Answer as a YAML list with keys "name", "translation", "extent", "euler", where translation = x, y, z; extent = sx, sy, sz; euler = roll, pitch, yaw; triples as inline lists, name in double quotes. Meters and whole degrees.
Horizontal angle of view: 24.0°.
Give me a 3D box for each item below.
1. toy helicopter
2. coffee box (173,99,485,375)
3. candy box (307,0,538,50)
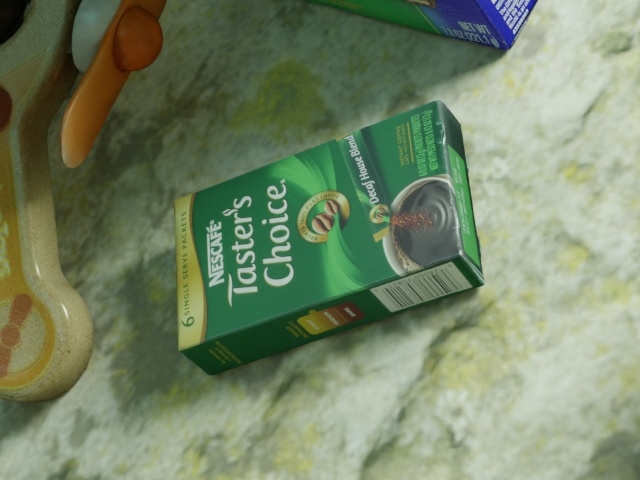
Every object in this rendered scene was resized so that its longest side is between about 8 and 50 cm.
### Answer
- name: "toy helicopter"
  translation: [-0.191, -0.076, 0.958]
  extent: [0.235, 0.140, 0.355]
  euler: [-12, 83, 12]
- name: "coffee box"
  translation: [0.000, 0.000, 0.879]
  extent: [0.184, 0.040, 0.113]
  euler: [-19, 55, 22]
- name: "candy box"
  translation: [-0.028, -0.262, 0.871]
  extent: [0.268, 0.317, 0.122]
  euler: [20, 75, 39]
